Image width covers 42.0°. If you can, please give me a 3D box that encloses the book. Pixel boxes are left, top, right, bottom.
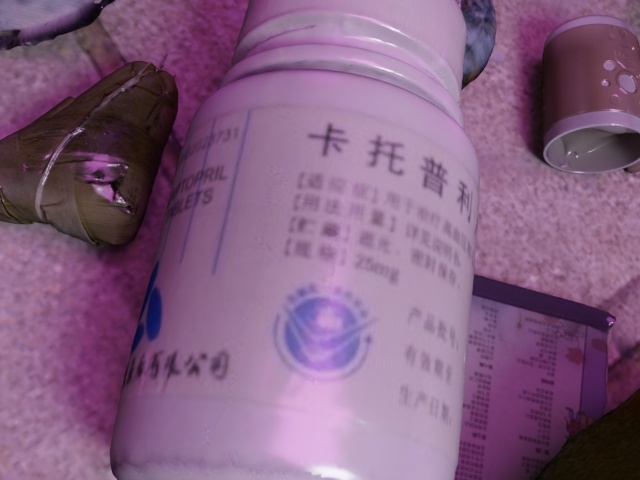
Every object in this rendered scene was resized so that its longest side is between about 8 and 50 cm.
[{"bbox_3d":[0.105,0.136,0.518,0.157,0.026,0.231,15,67,-11],"label":"book"}]

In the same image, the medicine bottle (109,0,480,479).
[{"bbox_3d":[0.000,0.000,0.454,0.170,0.170,0.293,16,65,-12],"label":"medicine bottle"}]

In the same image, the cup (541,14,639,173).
[{"bbox_3d":[0.215,-0.106,0.618,0.102,0.074,0.099,11,67,-15],"label":"cup"}]

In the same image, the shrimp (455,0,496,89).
[{"bbox_3d":[0.002,-0.265,0.556,0.137,0.172,0.372,-41,93,-21],"label":"shrimp"}]

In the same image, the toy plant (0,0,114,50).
[{"bbox_3d":[-0.215,-0.306,0.474,0.247,0.247,0.332,3,65,-17],"label":"toy plant"}]

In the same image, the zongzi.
[{"bbox_3d":[-0.155,-0.078,0.500,0.130,0.062,0.154,11,60,-1],"label":"zongzi"}]

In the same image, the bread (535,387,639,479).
[{"bbox_3d":[0.189,0.256,0.420,0.382,0.129,0.366,9,77,-23],"label":"bread"}]
